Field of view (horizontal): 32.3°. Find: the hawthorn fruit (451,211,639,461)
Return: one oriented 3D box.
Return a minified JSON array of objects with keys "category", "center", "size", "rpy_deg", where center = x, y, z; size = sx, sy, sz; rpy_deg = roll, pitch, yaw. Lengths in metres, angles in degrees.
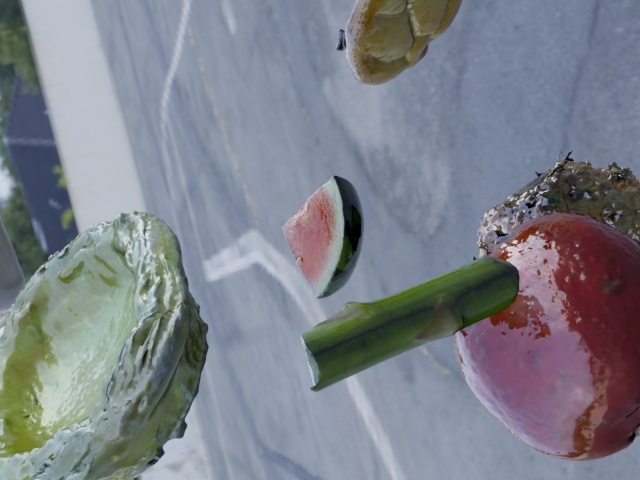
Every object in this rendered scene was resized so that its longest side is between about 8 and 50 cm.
[{"category":"hawthorn fruit","center":[0.293,0.123,1.273],"size":[0.307,0.265,0.265],"rpy_deg":[58,165,16]}]

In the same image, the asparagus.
[{"category":"asparagus","center":[0.082,0.076,1.050],"size":[0.067,0.278,0.060],"rpy_deg":[54,141,25]}]

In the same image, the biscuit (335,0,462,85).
[{"category":"biscuit","center":[0.108,-0.294,1.398],"size":[0.041,0.203,0.260],"rpy_deg":[50,174,22]}]

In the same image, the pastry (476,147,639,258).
[{"category":"pastry","center":[0.342,0.005,1.491],"size":[0.193,0.275,0.274],"rpy_deg":[68,-178,-60]}]

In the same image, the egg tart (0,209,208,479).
[{"category":"egg tart","center":[-0.130,0.073,0.671],"size":[0.078,0.197,0.197],"rpy_deg":[31,-159,-35]}]

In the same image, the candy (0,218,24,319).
[{"category":"candy","center":[-0.391,-0.082,0.882],"size":[0.358,0.145,0.208],"rpy_deg":[67,-161,8]}]

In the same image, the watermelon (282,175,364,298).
[{"category":"watermelon","center":[0.000,0.000,1.265],"size":[0.125,0.094,0.135],"rpy_deg":[88,-167,-68]}]

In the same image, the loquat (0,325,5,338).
[{"category":"loquat","center":[-0.405,0.180,1.548],"size":[0.163,0.163,0.137],"rpy_deg":[-120,7,-57]}]
